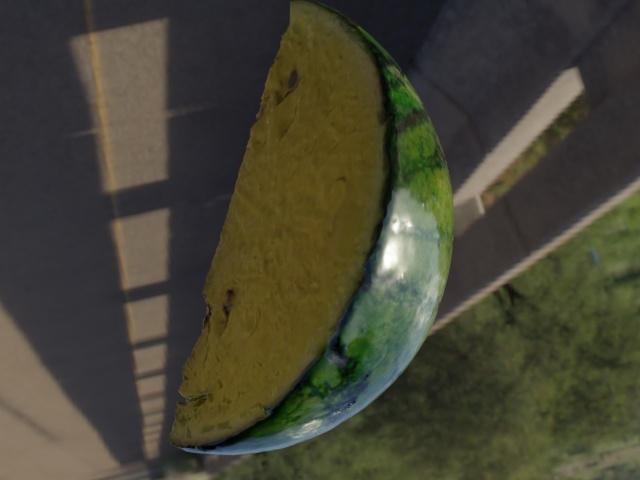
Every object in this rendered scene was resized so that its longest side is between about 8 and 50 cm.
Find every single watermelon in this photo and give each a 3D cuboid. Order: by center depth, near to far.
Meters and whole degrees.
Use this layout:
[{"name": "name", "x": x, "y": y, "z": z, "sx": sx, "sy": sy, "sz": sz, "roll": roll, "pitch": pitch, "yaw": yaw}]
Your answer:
[{"name": "watermelon", "x": 0.002, "y": 0.000, "z": 0.432, "sx": 0.092, "sy": 0.181, "sz": 0.075, "roll": 17, "pitch": 174, "yaw": 7}]
